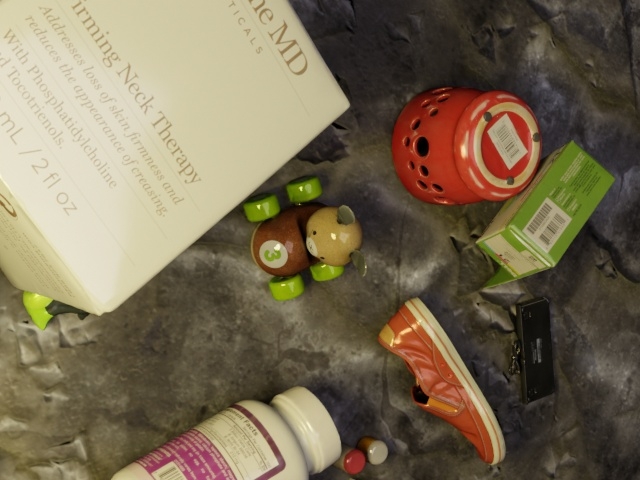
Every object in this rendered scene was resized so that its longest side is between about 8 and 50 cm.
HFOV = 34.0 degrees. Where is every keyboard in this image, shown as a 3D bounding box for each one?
[{"bbox_3d":[0.366,0.196,1.843,0.108,0.023,0.180,-12,99,-38],"label":"keyboard"}]

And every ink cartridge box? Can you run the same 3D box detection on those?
[{"bbox_3d":[0.333,-0.032,1.692,0.097,0.255,0.189,41,71,-5],"label":"ink cartridge box"}]

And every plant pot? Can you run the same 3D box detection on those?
[{"bbox_3d":[0.234,-0.147,1.643,0.191,0.174,0.191,-3,97,-30],"label":"plant pot"}]

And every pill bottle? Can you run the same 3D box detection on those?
[{"bbox_3d":[-0.125,0.326,1.456,0.301,0.169,0.169,-27,107,-28],"label":"pill bottle"}]

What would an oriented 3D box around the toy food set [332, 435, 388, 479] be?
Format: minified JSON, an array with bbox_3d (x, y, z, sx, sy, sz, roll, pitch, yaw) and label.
[{"bbox_3d":[0.043,0.409,1.605,0.111,0.104,0.232,36,75,-29],"label":"toy food set"}]

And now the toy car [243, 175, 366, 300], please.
[{"bbox_3d":[0.000,0.000,1.495,0.149,0.188,0.155,-25,106,-28],"label":"toy car"}]

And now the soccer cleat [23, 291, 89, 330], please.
[{"bbox_3d":[-0.305,0.060,1.390,0.178,0.060,0.072,-23,115,-22],"label":"soccer cleat"}]

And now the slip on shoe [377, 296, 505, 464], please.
[{"bbox_3d":[0.199,0.241,1.697,0.101,0.123,0.331,-34,113,-1],"label":"slip on shoe"}]

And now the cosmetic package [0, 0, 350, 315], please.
[{"bbox_3d":[-0.257,-0.173,1.238,0.393,0.327,0.329,-43,114,-23],"label":"cosmetic package"}]
